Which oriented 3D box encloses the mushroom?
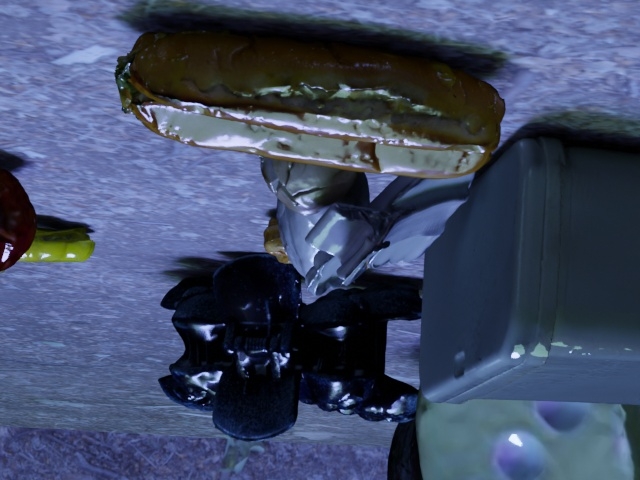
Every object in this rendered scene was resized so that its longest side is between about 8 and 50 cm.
[{"bbox_3d":[-0.002,-0.040,1.553,0.081,0.092,0.223,31,165,11],"label":"mushroom"}]

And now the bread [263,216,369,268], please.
[{"bbox_3d":[0.000,0.000,1.852,0.110,0.044,0.083,4,167,19],"label":"bread"}]

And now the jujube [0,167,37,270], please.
[{"bbox_3d":[-0.324,-0.015,1.760,0.112,0.109,0.176,46,156,-17],"label":"jujube"}]

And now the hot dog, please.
[{"bbox_3d":[-0.004,-0.093,1.327,0.269,0.072,0.115,9,168,-13],"label":"hot dog"}]

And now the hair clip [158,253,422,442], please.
[{"bbox_3d":[-0.041,0.120,2.129,0.310,0.195,0.206,0,174,18],"label":"hair clip"}]

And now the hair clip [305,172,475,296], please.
[{"bbox_3d":[0.064,-0.013,1.535,0.054,0.140,0.220,43,-152,15],"label":"hair clip"}]

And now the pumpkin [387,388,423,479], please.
[{"bbox_3d":[0.306,0.320,2.549,0.454,0.344,0.454,21,167,5],"label":"pumpkin"}]

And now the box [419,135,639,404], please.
[{"bbox_3d":[0.283,0.042,1.637,0.343,0.177,0.352,3,168,-8],"label":"box"}]

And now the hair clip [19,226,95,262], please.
[{"bbox_3d":[-0.295,-0.002,1.960,0.072,0.046,0.173,-1,169,44],"label":"hair clip"}]

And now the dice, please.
[{"bbox_3d":[0.260,0.200,2.031,0.252,0.250,0.254,-7,-171,33],"label":"dice"}]

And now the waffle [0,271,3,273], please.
[{"bbox_3d":[-0.418,0.006,2.073,0.183,0.036,0.169,4,167,2],"label":"waffle"}]
